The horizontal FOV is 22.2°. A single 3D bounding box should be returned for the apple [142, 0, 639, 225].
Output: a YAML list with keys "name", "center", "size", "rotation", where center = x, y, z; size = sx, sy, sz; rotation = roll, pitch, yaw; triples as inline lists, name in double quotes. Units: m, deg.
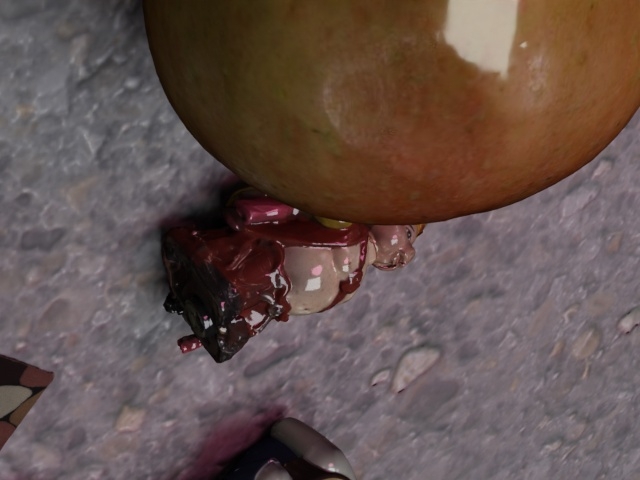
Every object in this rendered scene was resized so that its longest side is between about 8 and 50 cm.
- name: "apple"
  center: [0.046, -0.181, 0.975]
  size: [0.338, 0.338, 0.305]
  rotation: [-20, 118, -29]

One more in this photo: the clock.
- name: "clock"
  center: [-0.075, 0.279, 1.404]
  size: [0.243, 0.146, 0.199]
  rotation: [-38, 136, -17]

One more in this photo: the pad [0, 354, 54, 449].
- name: "pad"
  center: [-0.314, 0.130, 1.167]
  size: [0.158, 0.003, 0.235]
  rotation: [-53, 141, 8]

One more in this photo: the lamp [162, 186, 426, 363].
- name: "lamp"
  center: [0.000, 0.000, 1.257]
  size: [0.253, 0.118, 0.118]
  rotation: [-22, 135, -26]
